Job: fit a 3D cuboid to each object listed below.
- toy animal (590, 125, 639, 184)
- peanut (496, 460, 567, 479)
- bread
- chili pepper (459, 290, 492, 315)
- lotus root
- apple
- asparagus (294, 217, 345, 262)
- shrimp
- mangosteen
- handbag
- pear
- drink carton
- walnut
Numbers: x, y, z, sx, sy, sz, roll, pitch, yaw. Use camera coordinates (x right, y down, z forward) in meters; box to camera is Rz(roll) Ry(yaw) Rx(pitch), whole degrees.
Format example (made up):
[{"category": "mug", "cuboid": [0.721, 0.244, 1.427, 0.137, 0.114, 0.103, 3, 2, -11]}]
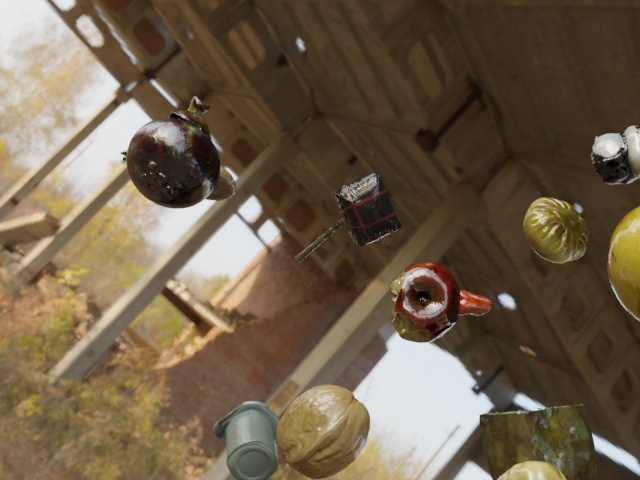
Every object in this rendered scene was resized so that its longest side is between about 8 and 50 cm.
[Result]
[{"category": "toy animal", "cuboid": [0.769, -0.219, 1.897, 0.179, 0.166, 0.138, -17, -49, 30]}, {"category": "peanut", "cuboid": [0.352, 0.508, 1.358, 0.147, 0.147, 0.319, 33, -50, 35]}, {"category": "bread", "cuboid": [0.672, -0.035, 2.166, 0.213, 0.213, 0.105, 43, -38, -5]}, {"category": "chili pepper", "cuboid": [0.477, 0.209, 2.577, 0.192, 0.086, 0.084, 12, 42, -23]}, {"category": "lotus root", "cuboid": [0.499, 0.499, 1.681, 0.267, 0.260, 0.149, 4, -17, -33]}, {"category": "apple", "cuboid": [0.214, 0.129, 1.574, 0.158, 0.147, 0.156, 88, -22, -73]}, {"category": "asparagus", "cuboid": [0.000, 0.000, 2.136, 0.024, 0.025, 0.248, 14, -36, -31]}, {"category": "shrimp", "cuboid": [-0.380, -0.177, 2.052, 0.317, 0.077, 0.168, 17, -34, -9]}, {"category": "mangosteen", "cuboid": [-0.338, -0.218, 1.871, 0.231, 0.289, 0.231, 18, -32, 12]}, {"category": "handbag", "cuboid": [0.150, -0.101, 2.512, 0.155, 0.169, 0.215, -140, -154, -83]}, {"category": "pear", "cuboid": [0.693, 0.049, 1.483, 0.281, 0.281, 0.281, 40, -13, 11]}, {"category": "drink carton", "cuboid": [-0.211, 0.618, 2.328, 0.185, 0.191, 0.189, 53, 5, -15]}, {"category": "walnut", "cuboid": [0.005, 0.501, 2.012, 0.225, 0.261, 0.225, 44, 12, -12]}]
